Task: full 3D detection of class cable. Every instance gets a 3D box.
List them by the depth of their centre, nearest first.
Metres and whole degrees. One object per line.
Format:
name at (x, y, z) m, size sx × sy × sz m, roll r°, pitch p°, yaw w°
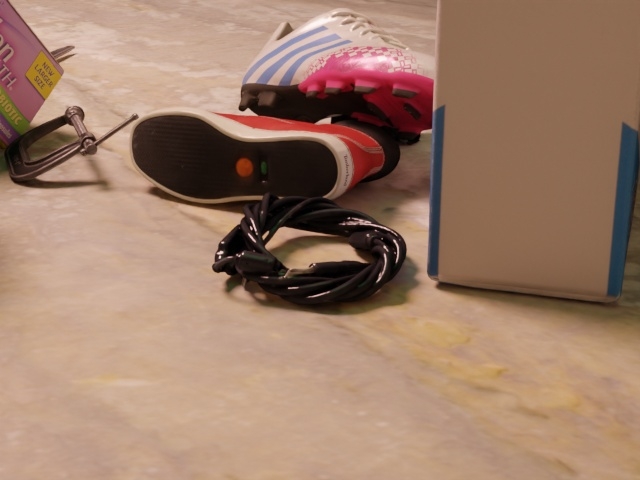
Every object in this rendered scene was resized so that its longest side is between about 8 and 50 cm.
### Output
cable at (0.000, 0.000, 1.103) m, size 0.151 × 0.047 × 0.184 m, roll 7°, pitch 21°, yaw 17°

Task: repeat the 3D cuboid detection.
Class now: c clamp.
c clamp at (-0.264, -0.105, 1.353) m, size 0.137 × 0.022 × 0.161 m, roll -34°, pitch 28°, yaw -10°

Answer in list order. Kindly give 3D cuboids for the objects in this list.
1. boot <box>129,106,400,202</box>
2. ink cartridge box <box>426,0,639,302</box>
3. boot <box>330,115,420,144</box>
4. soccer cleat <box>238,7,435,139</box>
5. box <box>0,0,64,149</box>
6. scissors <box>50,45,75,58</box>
boot at (-0.053, -0.089, 1.304) m, size 0.244 × 0.088 × 0.176 m, roll 9°, pitch 14°, yaw 23°
ink cartridge box at (0.214, -0.153, 1.179) m, size 0.166 × 0.285 × 0.395 m, roll 6°, pitch 21°, yaw 14°
boot at (0.067, -0.145, 1.493) m, size 0.099 × 0.045 × 0.121 m, roll 2°, pitch 28°, yaw 9°
soccer cleat at (0.036, -0.190, 1.372) m, size 0.116 × 0.143 × 0.331 m, roll 35°, pitch -19°, yaw -37°
box at (-0.444, -0.224, 1.416) m, size 0.243 × 0.213 × 0.117 m, roll 14°, pitch 64°, yaw 31°
scissors at (-0.394, -0.221, 1.719) m, size 0.109 × 0.021 × 0.297 m, roll 11°, pitch 22°, yaw 32°
